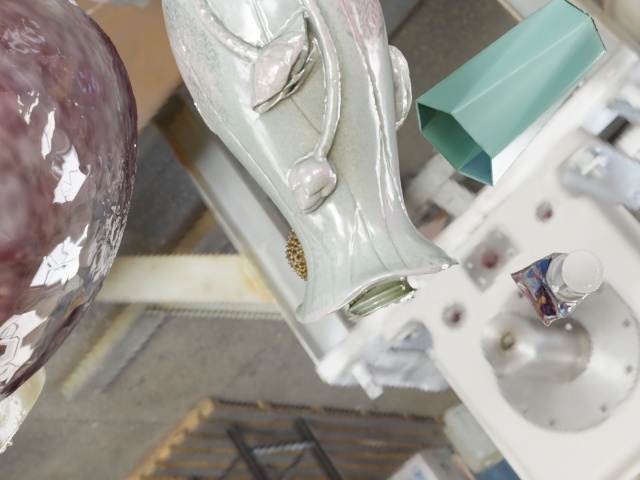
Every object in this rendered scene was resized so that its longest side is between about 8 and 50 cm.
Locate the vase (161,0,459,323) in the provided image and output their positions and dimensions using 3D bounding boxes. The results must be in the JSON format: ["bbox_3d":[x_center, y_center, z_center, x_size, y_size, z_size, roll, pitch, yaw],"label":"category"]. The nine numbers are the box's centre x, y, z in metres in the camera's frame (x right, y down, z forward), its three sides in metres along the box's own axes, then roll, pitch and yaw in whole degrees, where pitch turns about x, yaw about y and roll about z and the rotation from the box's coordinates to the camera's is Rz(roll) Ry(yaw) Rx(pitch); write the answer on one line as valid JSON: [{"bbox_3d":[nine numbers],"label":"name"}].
[{"bbox_3d":[-0.011,-0.133,1.206,0.250,0.445,0.250,-21,177,-1],"label":"vase"}]

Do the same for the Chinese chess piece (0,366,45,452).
[{"bbox_3d":[-0.320,0.153,0.849,0.251,0.097,0.251,-41,-166,13],"label":"Chinese chess piece"}]

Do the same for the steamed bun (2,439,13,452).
[{"bbox_3d":[-0.405,0.120,1.211,0.137,0.292,0.295,-22,159,17],"label":"steamed bun"}]

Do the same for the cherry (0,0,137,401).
[{"bbox_3d":[-0.190,-0.029,0.545,0.300,0.203,0.230,-49,157,-59],"label":"cherry"}]

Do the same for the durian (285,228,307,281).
[{"bbox_3d":[0.003,0.000,1.821,0.110,0.140,0.071,8,156,-22],"label":"durian"}]

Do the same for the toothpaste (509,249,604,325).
[{"bbox_3d":[0.322,0.066,1.560,0.061,0.096,0.266,-32,173,-10],"label":"toothpaste"}]

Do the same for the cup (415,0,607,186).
[{"bbox_3d":[0.249,-0.204,1.447,0.236,0.134,0.148,-46,158,-10],"label":"cup"}]
